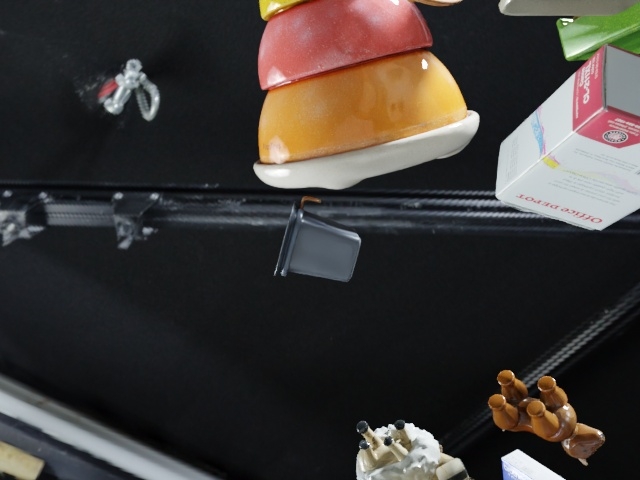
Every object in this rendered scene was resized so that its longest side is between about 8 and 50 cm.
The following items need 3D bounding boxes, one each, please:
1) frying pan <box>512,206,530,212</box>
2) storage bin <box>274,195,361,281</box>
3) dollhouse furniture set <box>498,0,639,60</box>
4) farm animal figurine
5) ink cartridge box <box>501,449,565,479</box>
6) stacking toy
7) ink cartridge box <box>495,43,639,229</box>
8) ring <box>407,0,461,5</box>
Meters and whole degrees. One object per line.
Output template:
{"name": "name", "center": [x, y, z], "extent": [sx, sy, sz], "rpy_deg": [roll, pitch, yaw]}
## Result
{"name": "frying pan", "center": [0.410, -0.085, 0.973], "extent": [0.197, 0.326, 0.053], "rpy_deg": [-22, -77, -30]}
{"name": "storage bin", "center": [0.000, 0.000, 0.828], "extent": [0.091, 0.135, 0.098], "rpy_deg": [15, -83, -3]}
{"name": "dollhouse furniture set", "center": [0.203, -0.268, 0.547], "extent": [0.301, 0.151, 0.198], "rpy_deg": [-10, -91, -28]}
{"name": "farm animal figurine", "center": [0.195, 0.326, 0.694], "extent": [0.326, 0.330, 0.172], "rpy_deg": [-20, -52, 20]}
{"name": "ink cartridge box", "center": [0.420, 0.475, 1.205], "extent": [0.046, 0.207, 0.097], "rpy_deg": [-18, -72, -23]}
{"name": "stacking toy", "center": [0.024, -0.335, 0.975], "extent": [0.350, 0.350, 0.480], "rpy_deg": [-11, -76, 9]}
{"name": "ink cartridge box", "center": [0.265, -0.087, 0.624], "extent": [0.127, 0.072, 0.175], "rpy_deg": [15, -24, -11]}
{"name": "ring", "center": [0.020, -0.352, 0.625], "extent": [0.336, 0.336, 0.032], "rpy_deg": [38, -47, -19]}
